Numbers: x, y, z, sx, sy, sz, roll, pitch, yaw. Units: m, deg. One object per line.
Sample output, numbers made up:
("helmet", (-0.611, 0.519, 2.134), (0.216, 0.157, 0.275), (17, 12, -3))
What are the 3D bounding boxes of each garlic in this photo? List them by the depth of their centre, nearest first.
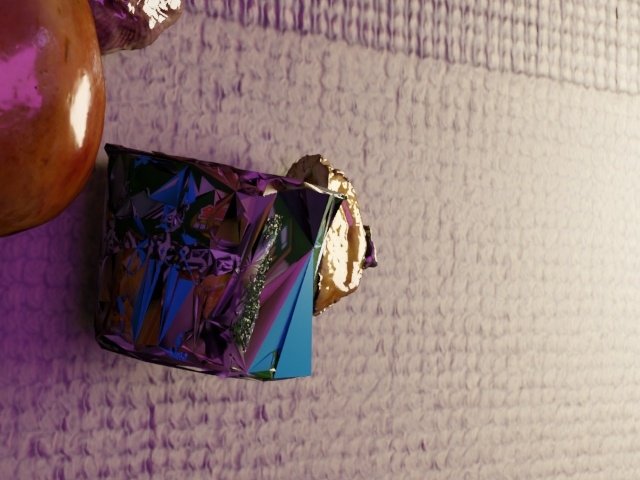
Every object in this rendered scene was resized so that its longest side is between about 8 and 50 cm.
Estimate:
("garlic", (-0.190, -0.238, 1.140), (0.159, 0.102, 0.147), (10, 98, -36))

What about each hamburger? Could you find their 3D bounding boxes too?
("hamburger", (0.004, 0.006, 1.312), (0.102, 0.087, 0.176), (15, 72, -48))

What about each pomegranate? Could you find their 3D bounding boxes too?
("pomegranate", (-0.287, -0.134, 0.978), (0.229, 0.252, 0.271), (-1, 84, -25))

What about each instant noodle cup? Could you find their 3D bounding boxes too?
("instant noodle cup", (-0.102, 0.021, 1.145), (0.240, 0.240, 0.178), (10, 91, -38))
